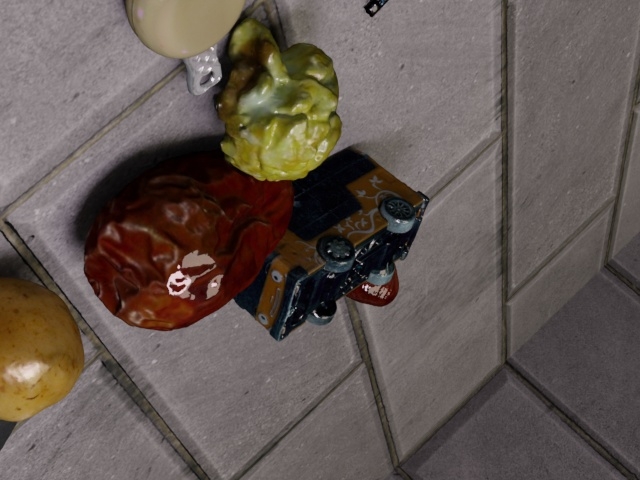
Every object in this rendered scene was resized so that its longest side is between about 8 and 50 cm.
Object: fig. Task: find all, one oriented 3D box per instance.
[{"bbox_3d":[0.110,0.060,2.347,0.153,0.119,0.119,-45,156,-3],"label":"fig"}]

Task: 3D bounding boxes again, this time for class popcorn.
[{"bbox_3d":[-0.065,-0.185,1.635,0.198,0.198,0.212,-43,130,-11],"label":"popcorn"}]

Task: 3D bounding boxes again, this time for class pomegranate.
[{"bbox_3d":[-0.386,0.137,1.556,0.196,0.196,0.196,-37,154,-22],"label":"pomegranate"}]

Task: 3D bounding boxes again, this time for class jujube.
[{"bbox_3d":[-0.163,-0.011,1.691,0.342,0.216,0.216,-40,159,-51],"label":"jujube"}]

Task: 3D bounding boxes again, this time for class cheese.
[{"bbox_3d":[-0.163,-0.252,1.465,0.163,0.071,0.249,-29,151,-37],"label":"cheese"}]

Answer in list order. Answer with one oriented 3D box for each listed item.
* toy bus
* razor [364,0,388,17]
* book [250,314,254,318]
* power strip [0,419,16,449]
[{"bbox_3d":[0.000,0.000,1.976,0.323,0.194,0.162,-31,152,-39],"label":"toy bus"},{"bbox_3d":[0.072,-0.386,1.690,0.082,0.042,0.253,-46,155,-1],"label":"razor"},{"bbox_3d":[-0.045,0.079,2.243,0.172,0.012,0.118,-14,139,-51],"label":"book"},{"bbox_3d":[-0.527,0.268,1.658,0.105,0.070,0.257,-58,156,16],"label":"power strip"}]
